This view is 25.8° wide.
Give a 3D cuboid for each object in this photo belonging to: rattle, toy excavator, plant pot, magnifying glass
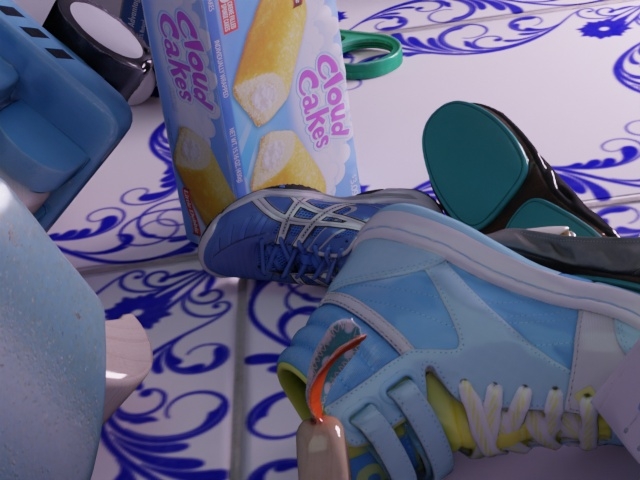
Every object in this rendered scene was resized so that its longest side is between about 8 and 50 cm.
[{"bbox_3d":[-0.036,0.143,0.786,0.143,0.199,0.130,1,30,17],"label":"rattle"},{"bbox_3d":[-0.287,-0.060,1.145,0.222,0.433,0.445,-47,4,21],"label":"toy excavator"},{"bbox_3d":[-0.274,0.082,0.831,0.248,0.247,0.252,11,59,33],"label":"plant pot"},{"bbox_3d":[0.014,-0.236,1.653,0.092,0.026,0.231,-23,30,-24],"label":"magnifying glass"}]

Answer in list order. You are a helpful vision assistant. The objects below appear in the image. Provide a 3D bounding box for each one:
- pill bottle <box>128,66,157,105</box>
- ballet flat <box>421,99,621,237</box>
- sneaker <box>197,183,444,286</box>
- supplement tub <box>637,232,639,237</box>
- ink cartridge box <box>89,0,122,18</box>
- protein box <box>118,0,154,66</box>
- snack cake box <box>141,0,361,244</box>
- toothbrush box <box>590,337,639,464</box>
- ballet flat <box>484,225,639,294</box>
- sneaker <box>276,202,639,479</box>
[{"bbox_3d":[-0.214,-0.207,1.620,0.065,0.065,0.116,-5,29,8],"label":"pill bottle"},{"bbox_3d":[0.171,-0.013,1.131,0.095,0.096,0.280,-45,39,11],"label":"ballet flat"},{"bbox_3d":[0.000,0.000,1.165,0.211,0.080,0.081,-8,25,5],"label":"sneaker"},{"bbox_3d":[0.338,0.003,0.995,0.200,0.144,0.144,-24,32,-24],"label":"supplement tub"},{"bbox_3d":[-0.177,-0.337,1.718,0.233,0.168,0.171,-12,27,8],"label":"ink cartridge box"},{"bbox_3d":[-0.105,-0.291,1.545,0.201,0.200,0.136,14,29,-3],"label":"protein box"},{"bbox_3d":[-0.058,-0.133,1.230,0.152,0.264,0.089,-31,36,-34],"label":"snack cake box"},{"bbox_3d":[0.334,0.086,0.784,0.283,0.122,0.206,-25,65,-25],"label":"toothbrush box"},{"bbox_3d":[0.179,0.022,0.979,0.213,0.072,0.068,9,43,45],"label":"ballet flat"},{"bbox_3d":[0.113,0.117,0.900,0.319,0.127,0.208,23,56,30],"label":"sneaker"}]
